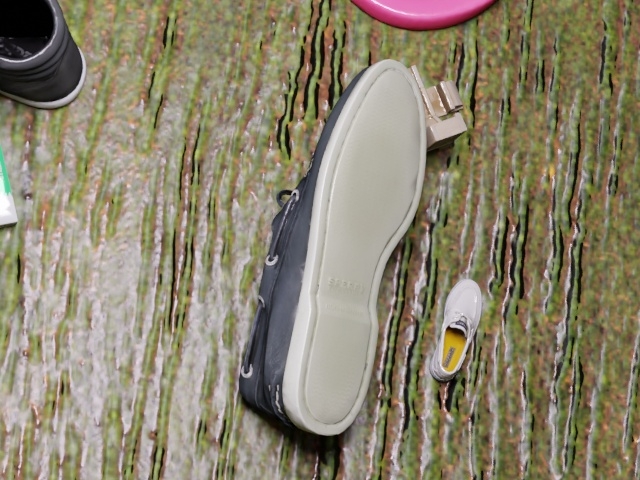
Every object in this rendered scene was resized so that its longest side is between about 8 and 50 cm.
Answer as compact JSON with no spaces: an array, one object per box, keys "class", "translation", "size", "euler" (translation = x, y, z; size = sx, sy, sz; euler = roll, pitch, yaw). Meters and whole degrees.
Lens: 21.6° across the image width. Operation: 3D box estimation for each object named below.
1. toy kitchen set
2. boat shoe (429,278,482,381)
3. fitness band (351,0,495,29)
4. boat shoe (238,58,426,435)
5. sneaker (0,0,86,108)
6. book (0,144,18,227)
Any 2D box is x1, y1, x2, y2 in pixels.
[{"class":"toy kitchen set","translation":[0.111,-0.131,1.566],"size":[0.068,0.075,0.083],"euler":[-21,85,-17]},{"class":"boat shoe","translation":[0.126,0.080,1.534],"size":[0.035,0.035,0.100],"euler":[23,72,-4]},{"class":"fitness band","translation":[0.081,-0.346,1.629],"size":[0.209,0.054,0.291],"euler":[-22,82,-16]},{"class":"boat shoe","translation":[0.003,0.002,1.493],"size":[0.127,0.113,0.340],"euler":[18,78,-44]},{"class":"sneaker","translation":[-0.344,-0.209,1.458],"size":[0.295,0.147,0.104],"euler":[19,74,-5]},{"class":"book","translation":[-0.348,-0.046,1.476],"size":[0.144,0.035,0.096],"euler":[-12,82,-16]}]
